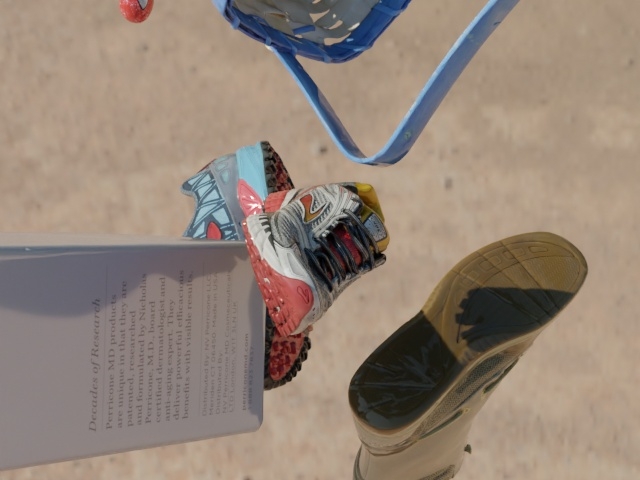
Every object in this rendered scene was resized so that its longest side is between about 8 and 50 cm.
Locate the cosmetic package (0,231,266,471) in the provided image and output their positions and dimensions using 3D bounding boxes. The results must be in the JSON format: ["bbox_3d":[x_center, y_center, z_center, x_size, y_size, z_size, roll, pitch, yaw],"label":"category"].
[{"bbox_3d":[-0.257,0.075,1.401,0.230,0.161,0.453,3,1,34],"label":"cosmetic package"}]

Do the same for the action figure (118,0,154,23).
[{"bbox_3d":[-0.124,-0.320,1.554,0.091,0.139,0.280,13,79,27],"label":"action figure"}]

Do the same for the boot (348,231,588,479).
[{"bbox_3d":[0.129,0.121,1.703,0.095,0.203,0.262,40,67,22],"label":"boot"}]

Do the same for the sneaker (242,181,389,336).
[{"bbox_3d":[0.000,0.000,1.402,0.093,0.088,0.225,-17,17,11],"label":"sneaker"}]

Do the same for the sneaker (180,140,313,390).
[{"bbox_3d":[-0.081,0.035,1.785,0.125,0.104,0.262,-16,53,16],"label":"sneaker"}]

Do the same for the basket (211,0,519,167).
[{"bbox_3d":[0.038,-0.233,1.393,0.255,0.201,0.289,-50,52,22],"label":"basket"}]
